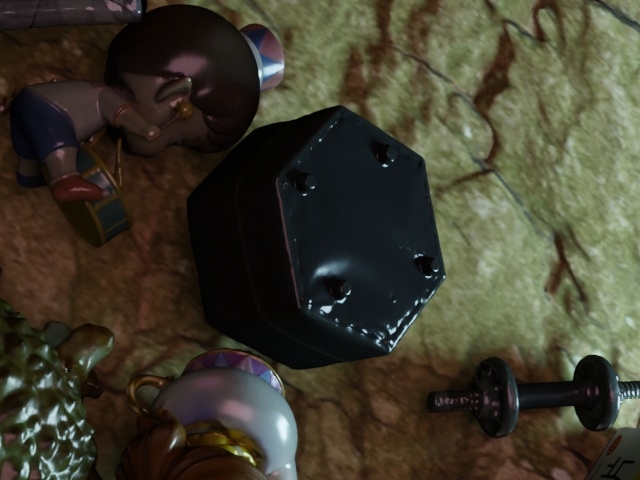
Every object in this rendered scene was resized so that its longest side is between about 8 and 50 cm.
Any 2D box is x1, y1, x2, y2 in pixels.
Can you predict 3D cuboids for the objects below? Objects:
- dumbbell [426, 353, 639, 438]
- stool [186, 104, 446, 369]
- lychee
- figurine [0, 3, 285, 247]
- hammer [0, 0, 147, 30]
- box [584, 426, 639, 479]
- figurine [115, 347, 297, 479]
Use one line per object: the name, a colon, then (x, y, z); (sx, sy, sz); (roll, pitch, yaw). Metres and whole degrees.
dumbbell: (0.227, 0.155, 1.306); (0.254, 0.081, 0.081); (-1, 84, -18)
stool: (0.000, 0.000, 1.186); (0.232, 0.141, 0.232); (11, 75, -44)
lychee: (-0.301, 0.168, 1.035); (0.320, 0.270, 0.270); (4, 82, -34)
figurine: (-0.148, -0.122, 1.187); (0.275, 0.161, 0.158); (-34, 118, -17)
hammer: (-0.365, -0.201, 1.125); (0.427, 0.044, 0.152); (-8, 88, -3)
box: (0.300, 0.349, 1.258); (0.145, 0.173, 0.333); (41, 73, -8)
figurine: (-0.097, 0.206, 1.101); (0.189, 0.263, 0.142); (29, 119, -10)
